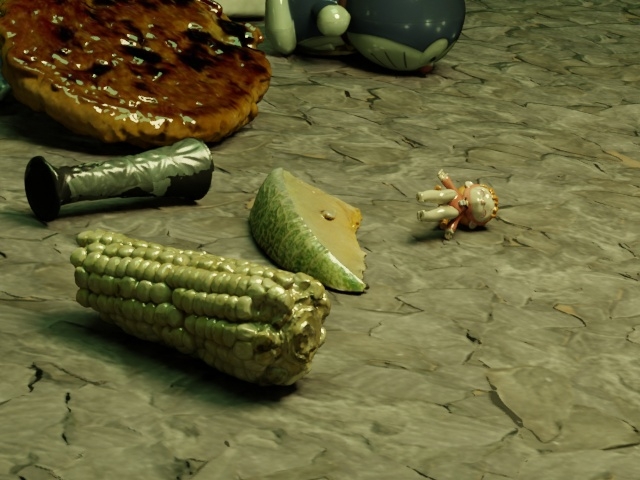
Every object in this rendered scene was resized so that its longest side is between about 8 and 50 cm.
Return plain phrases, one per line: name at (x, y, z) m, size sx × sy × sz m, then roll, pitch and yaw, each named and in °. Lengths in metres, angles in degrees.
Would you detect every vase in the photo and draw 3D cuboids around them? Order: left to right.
vase at (-0.177, -0.055, 1.554) m, size 0.167 × 0.059 × 0.059 m, roll -9°, pitch 24°, yaw -38°

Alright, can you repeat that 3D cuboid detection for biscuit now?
biscuit at (-0.199, -0.185, 1.845) m, size 0.289 × 0.081 × 0.334 m, roll 27°, pitch 31°, yaw 11°

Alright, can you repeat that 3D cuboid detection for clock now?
clock at (0.058, -0.284, 2.171) m, size 0.243 × 0.146 × 0.199 m, roll 5°, pitch 13°, yaw 21°

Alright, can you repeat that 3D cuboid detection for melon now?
melon at (-0.007, -0.003, 1.498) m, size 0.098 × 0.054 × 0.182 m, roll 19°, pitch 18°, yaw -8°

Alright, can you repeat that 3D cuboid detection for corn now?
corn at (-0.091, 0.048, 1.263) m, size 0.211 × 0.087 × 0.087 m, roll 11°, pitch 19°, yaw 33°

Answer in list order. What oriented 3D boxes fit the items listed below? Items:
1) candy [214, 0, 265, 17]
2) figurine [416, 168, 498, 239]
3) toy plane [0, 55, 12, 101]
candy at (-0.235, -0.391, 2.296) m, size 0.359 × 0.208 × 0.145 m, roll -10°, pitch 18°, yaw -35°
figurine at (0.117, -0.033, 1.585) m, size 0.047 × 0.064 × 0.109 m, roll -6°, pitch -2°, yaw 39°
toy plane at (-0.431, -0.227, 1.833) m, size 0.267 × 0.122 × 0.266 m, roll 19°, pitch 45°, yaw -20°
